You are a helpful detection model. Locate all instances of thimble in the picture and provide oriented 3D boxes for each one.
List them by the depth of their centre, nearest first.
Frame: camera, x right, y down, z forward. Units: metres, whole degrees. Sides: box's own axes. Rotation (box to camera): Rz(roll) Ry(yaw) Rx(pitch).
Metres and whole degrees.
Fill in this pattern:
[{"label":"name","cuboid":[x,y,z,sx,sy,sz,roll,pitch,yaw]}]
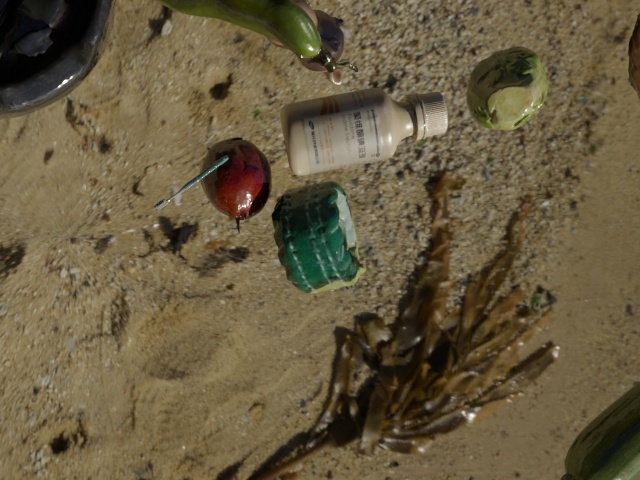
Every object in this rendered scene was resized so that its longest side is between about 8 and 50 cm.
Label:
[{"label":"thimble","cuboid":[0.000,0.000,1.586,0.167,0.254,0.288,-12,130,13]}]

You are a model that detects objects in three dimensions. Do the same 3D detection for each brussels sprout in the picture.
[{"label":"brussels sprout","cuboid":[0.364,-0.293,1.287,0.144,0.161,0.180,54,37,-24]}]

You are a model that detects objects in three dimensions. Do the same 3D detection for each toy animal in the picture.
[{"label":"toy animal","cuboid":[-0.023,-0.271,0.857,0.150,0.089,0.083,29,49,-43]}]

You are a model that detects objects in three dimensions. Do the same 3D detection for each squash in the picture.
[{"label":"squash","cuboid":[0.340,0.181,0.667,0.258,0.069,0.069,-34,102,-4]}]

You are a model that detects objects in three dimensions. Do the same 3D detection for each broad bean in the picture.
[{"label":"broad bean","cuboid":[-0.106,-0.269,0.724,0.325,0.075,0.067,30,60,6]}]

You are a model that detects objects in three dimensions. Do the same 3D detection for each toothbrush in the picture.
[{"label":"toothbrush","cuboid":[-0.240,-0.108,1.212,0.167,0.014,0.011,-36,76,-1]}]

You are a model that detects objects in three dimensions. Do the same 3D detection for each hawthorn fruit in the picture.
[{"label":"hawthorn fruit","cuboid":[-0.194,-0.124,1.550,0.181,0.181,0.235,-5,70,-21]}]

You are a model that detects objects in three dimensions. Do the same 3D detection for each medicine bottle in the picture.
[{"label":"medicine bottle","cuboid":[0.068,-0.176,1.013,0.252,0.114,0.114,-11,95,-3]}]

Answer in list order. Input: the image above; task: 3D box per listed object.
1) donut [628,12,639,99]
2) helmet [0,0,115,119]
[{"label":"donut","cuboid":[0.350,-0.110,0.390,0.303,0.303,0.110,5,62,-21]},{"label":"helmet","cuboid":[-0.255,-0.205,0.443,0.198,0.154,0.253,-36,101,-11]}]
